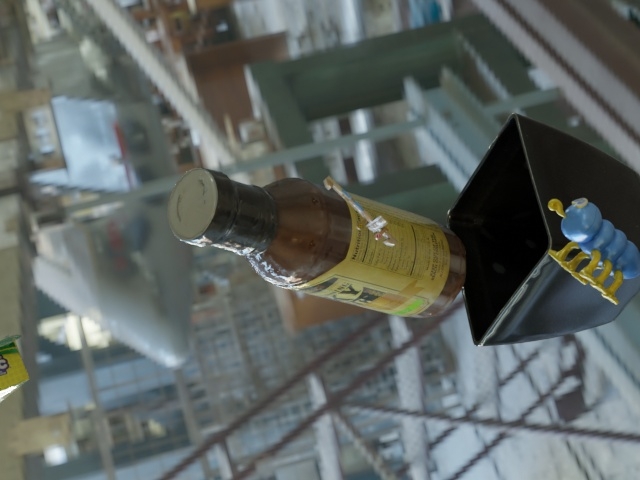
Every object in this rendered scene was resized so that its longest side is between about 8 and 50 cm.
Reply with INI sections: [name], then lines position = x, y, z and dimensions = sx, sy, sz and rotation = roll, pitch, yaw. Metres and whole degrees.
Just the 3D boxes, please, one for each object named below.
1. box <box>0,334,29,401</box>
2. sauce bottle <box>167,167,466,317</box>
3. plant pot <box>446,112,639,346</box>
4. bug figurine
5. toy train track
[box]
position = -0.295, 0.122, 1.089
dimensions = 0.179, 0.105, 0.043
rotation = -38, 74, 55
[sauce bottle]
position = 0.000, 0.000, 1.393
dimensions = 0.111, 0.344, 0.111
rotation = -16, 67, 43
[plant pot]
position = 0.262, -0.002, 1.547
dimensions = 0.187, 0.167, 0.188
rotation = 119, 150, -46
[bug figurine]
position = 0.299, 0.054, 1.142
dimensions = 0.216, 0.072, 0.279
rotation = 40, -179, -22
[toy train track]
position = 0.032, -0.022, 1.229
dimensions = 0.083, 0.014, 0.048
rotation = 44, 164, -3
